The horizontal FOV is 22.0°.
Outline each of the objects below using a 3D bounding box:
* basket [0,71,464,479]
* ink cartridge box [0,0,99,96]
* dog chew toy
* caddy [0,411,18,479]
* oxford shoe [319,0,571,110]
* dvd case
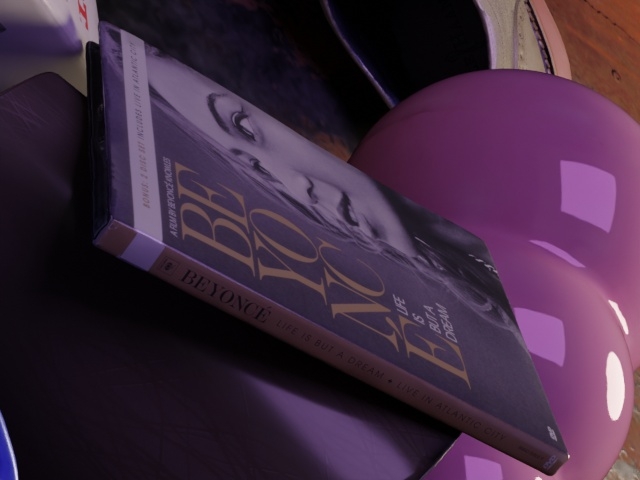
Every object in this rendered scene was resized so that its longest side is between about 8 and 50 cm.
[{"bbox_3d":[-0.087,0.055,0.696,0.227,0.204,0.154,48,2,0],"label":"basket"},{"bbox_3d":[-0.195,-0.191,0.678,0.273,0.115,0.198,59,18,-63],"label":"ink cartridge box"},{"bbox_3d":[0.083,0.062,0.883,0.206,0.206,0.332,42,45,-23],"label":"dog chew toy"},{"bbox_3d":[-0.257,0.073,0.453,0.341,0.179,0.241,40,60,-33],"label":"caddy"},{"bbox_3d":[0.039,-0.225,1.065,0.397,0.140,0.146,59,23,0],"label":"oxford shoe"},{"bbox_3d":[0.000,0.000,0.692,0.221,0.018,0.164,28,25,-24],"label":"dvd case"}]
